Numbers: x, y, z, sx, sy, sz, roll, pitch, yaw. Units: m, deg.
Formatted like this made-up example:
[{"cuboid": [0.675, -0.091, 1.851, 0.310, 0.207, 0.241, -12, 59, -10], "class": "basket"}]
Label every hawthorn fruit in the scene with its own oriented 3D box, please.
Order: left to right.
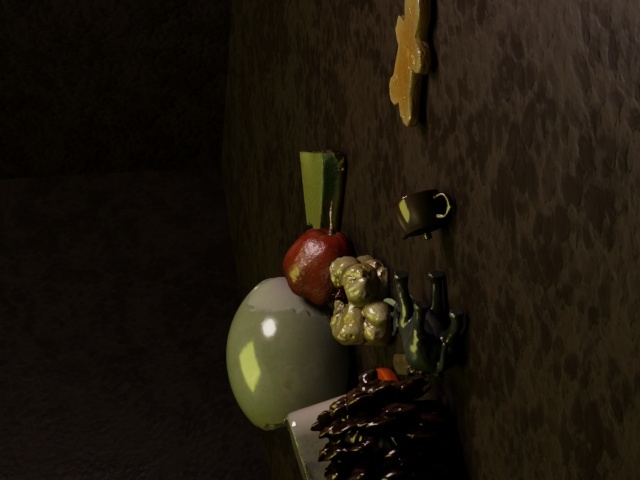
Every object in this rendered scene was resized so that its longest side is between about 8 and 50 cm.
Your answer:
[{"cuboid": [0.008, 0.030, 2.237, 0.163, 0.162, 0.204, -112, 39, -57], "class": "hawthorn fruit"}]

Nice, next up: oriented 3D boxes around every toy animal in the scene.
[{"cuboid": [0.152, 0.113, 1.642, 0.269, 0.082, 0.137, -122, 31, -66], "class": "toy animal"}]

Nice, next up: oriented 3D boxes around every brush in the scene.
[{"cuboid": [0.154, 0.212, 1.788, 0.248, 0.036, 0.043, 152, 117, -78], "class": "brush"}]

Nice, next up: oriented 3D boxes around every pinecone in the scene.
[{"cuboid": [0.102, 0.335, 1.646, 0.224, 0.224, 0.273, 114, 146, -67], "class": "pinecone"}]

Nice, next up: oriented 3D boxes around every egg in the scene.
[{"cuboid": [-0.073, 0.243, 2.322, 0.278, 0.278, 0.336, 131, 131, -74], "class": "egg"}]

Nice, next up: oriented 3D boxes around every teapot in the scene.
[{"cuboid": [0.160, -0.036, 1.595, 0.121, 0.076, 0.068, -27, 75, 46], "class": "teapot"}]

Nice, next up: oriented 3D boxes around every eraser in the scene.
[{"cuboid": [0.037, 0.463, 2.085, 0.331, 0.149, 0.331, 162, 90, -83], "class": "eraser"}]

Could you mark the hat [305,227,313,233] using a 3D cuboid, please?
[{"cuboid": [0.003, 0.000, 2.483, 0.087, 0.042, 0.058, 24, 127, 38], "class": "hat"}]

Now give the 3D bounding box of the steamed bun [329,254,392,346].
[{"cuboid": [0.071, 0.124, 1.996, 0.192, 0.106, 0.178, -146, 51, -74], "class": "steamed bun"}]

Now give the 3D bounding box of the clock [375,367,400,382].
[{"cuboid": [0.123, 0.340, 1.953, 0.205, 0.051, 0.205, 176, 90, -78], "class": "clock"}]

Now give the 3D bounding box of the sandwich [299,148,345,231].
[{"cuboid": [0.014, -0.098, 2.338, 0.245, 0.063, 0.212, -154, 57, -78], "class": "sandwich"}]

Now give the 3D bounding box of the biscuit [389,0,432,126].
[{"cuboid": [0.147, -0.298, 1.658, 0.153, 0.030, 0.234, -110, 20, -52], "class": "biscuit"}]
